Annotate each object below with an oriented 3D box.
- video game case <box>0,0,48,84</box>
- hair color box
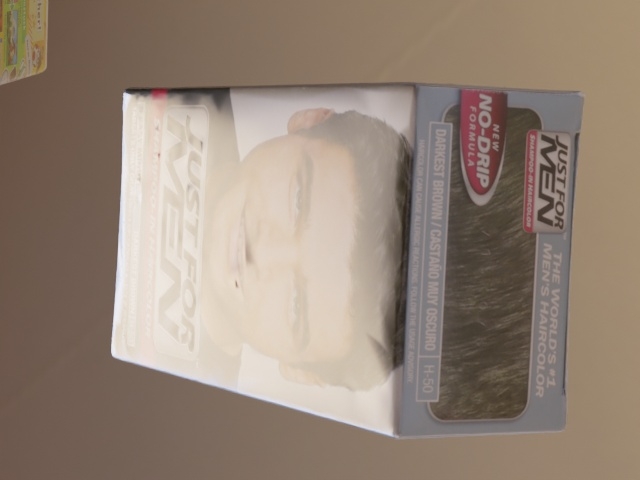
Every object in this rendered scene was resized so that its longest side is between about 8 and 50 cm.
[{"bbox_3d":[-0.233,-0.220,1.379,0.026,0.206,0.227,4,-79,10],"label":"video game case"},{"bbox_3d":[0.000,0.000,1.184,0.374,0.114,0.185,7,-85,60],"label":"hair color box"}]
